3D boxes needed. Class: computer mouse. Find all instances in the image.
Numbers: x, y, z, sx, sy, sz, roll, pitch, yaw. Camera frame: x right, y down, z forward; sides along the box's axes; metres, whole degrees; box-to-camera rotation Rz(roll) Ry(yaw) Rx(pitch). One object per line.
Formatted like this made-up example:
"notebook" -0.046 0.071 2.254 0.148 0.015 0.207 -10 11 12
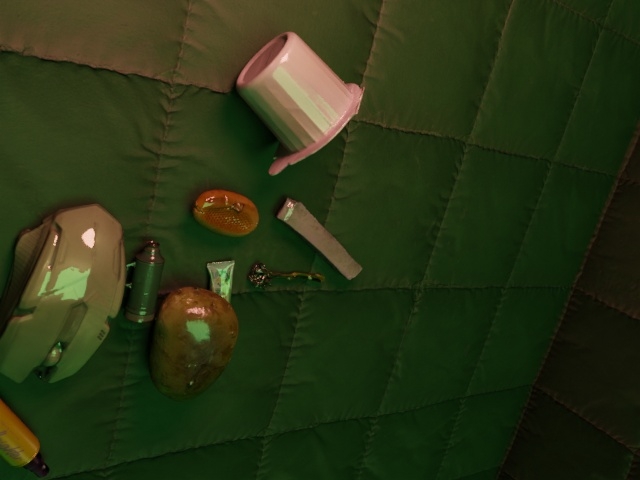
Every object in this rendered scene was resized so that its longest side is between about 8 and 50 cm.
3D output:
"computer mouse" -0.544 0.128 1.214 0.228 0.145 0.429 15 102 -42

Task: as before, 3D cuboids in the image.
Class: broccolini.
"broccolini" -0.086 0.108 1.598 0.254 0.058 0.071 8 150 -35

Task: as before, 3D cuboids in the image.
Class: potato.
"potato" -0.322 0.258 1.417 0.210 0.173 0.308 10 110 -33

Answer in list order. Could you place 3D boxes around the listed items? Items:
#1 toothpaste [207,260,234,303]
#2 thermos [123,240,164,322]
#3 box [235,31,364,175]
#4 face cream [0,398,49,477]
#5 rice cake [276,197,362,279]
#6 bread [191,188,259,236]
"toothpaste" -0.269 0.194 1.513 0.074 0.048 0.297 -5 111 -28
"thermos" -0.416 0.092 1.340 0.083 0.073 0.188 14 104 -5
"box" -0.081 -0.321 1.296 0.291 0.262 0.206 -45 119 2
"face cream" -0.703 0.454 1.297 0.078 0.078 0.273 -32 127 -20
"rice cake" 0.000 0.000 1.603 0.073 0.056 0.365 -55 131 -9
"bread" -0.233 -0.069 1.389 0.189 0.077 0.114 22 118 -42
